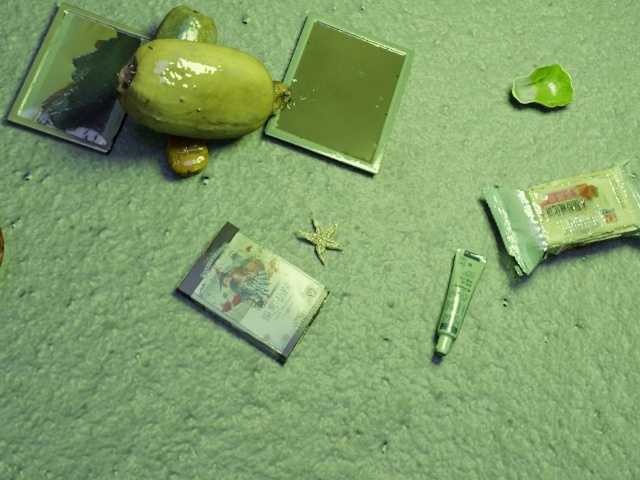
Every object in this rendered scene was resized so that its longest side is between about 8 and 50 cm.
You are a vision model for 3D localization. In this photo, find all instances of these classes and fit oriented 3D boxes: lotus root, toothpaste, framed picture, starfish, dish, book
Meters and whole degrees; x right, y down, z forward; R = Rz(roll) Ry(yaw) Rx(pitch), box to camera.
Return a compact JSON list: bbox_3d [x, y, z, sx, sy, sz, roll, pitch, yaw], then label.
[{"bbox_3d":[-0.262,-0.344,1.578,0.113,0.088,0.192,22,75,-10],"label":"lotus root"},{"bbox_3d":[0.251,0.113,1.547,0.062,0.037,0.216,23,65,-2],"label":"toothpaste"},{"bbox_3d":[0.042,-0.289,1.653,0.232,0.019,0.296,21,68,-4],"label":"framed picture"},{"bbox_3d":[0.000,0.000,1.548,0.092,0.016,0.086,16,68,-11],"label":"starfish"},{"bbox_3d":[0.446,-0.306,1.726,0.137,0.039,0.091,-11,79,-14],"label":"dish"},{"bbox_3d":[-0.115,0.089,1.490,0.231,0.026,0.157,34,68,1],"label":"book"},{"bbox_3d":[-0.436,-0.301,1.566,0.192,0.018,0.265,18,69,-6],"label":"framed picture"},{"bbox_3d":[-0.190,-0.260,1.497,0.343,0.169,0.151,3,38,-34],"label":"lotus root"}]

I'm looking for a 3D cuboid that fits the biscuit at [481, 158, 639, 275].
[{"bbox_3d":[0.481,-0.047,1.624,0.309,0.079,0.186,-11,72,-16],"label":"biscuit"}]

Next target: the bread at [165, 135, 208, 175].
[{"bbox_3d":[-0.242,-0.155,1.538,0.081,0.046,0.083,17,70,-2],"label":"bread"}]

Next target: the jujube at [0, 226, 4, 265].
[{"bbox_3d":[-0.622,-0.008,1.338,0.232,0.213,0.213,45,69,4],"label":"jujube"}]
